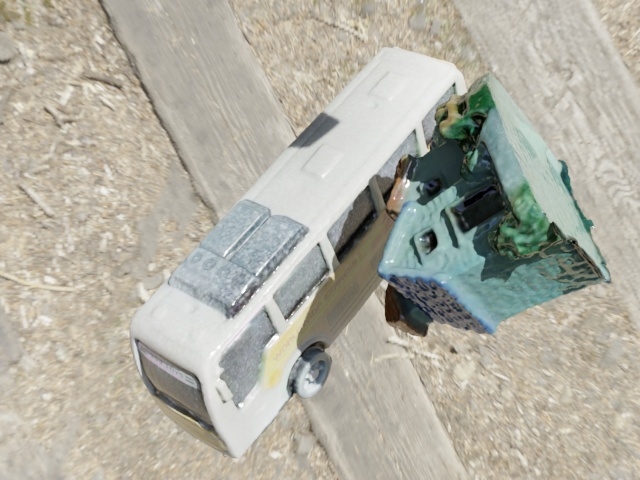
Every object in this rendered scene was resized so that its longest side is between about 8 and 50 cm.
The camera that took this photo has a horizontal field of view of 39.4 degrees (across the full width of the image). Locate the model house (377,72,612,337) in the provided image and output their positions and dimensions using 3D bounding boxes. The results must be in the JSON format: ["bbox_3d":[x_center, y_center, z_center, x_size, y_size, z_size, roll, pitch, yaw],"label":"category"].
[{"bbox_3d":[0.082,-0.006,0.560,0.149,0.119,0.148,-34,50,22],"label":"model house"}]

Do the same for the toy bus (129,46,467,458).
[{"bbox_3d":[0.000,0.000,0.698,0.097,0.138,0.342,26,61,31],"label":"toy bus"}]
